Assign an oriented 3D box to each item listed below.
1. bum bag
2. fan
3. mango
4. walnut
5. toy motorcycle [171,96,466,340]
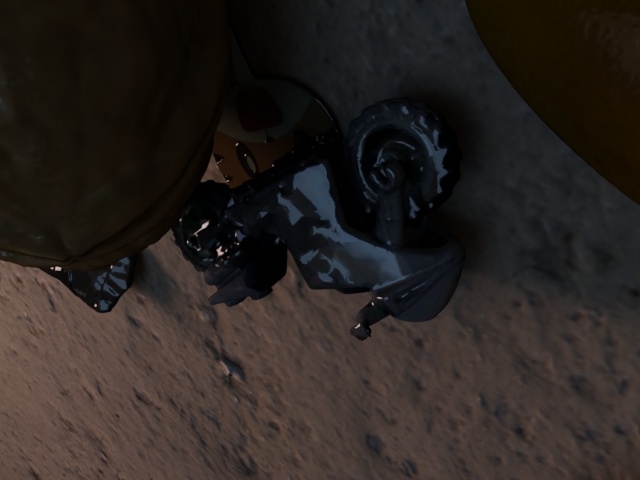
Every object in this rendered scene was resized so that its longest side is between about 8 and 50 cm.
[{"bbox_3d":[-0.282,0.010,0.838,0.197,0.049,0.087,28,108,22],"label":"bum bag"},{"bbox_3d":[-0.052,-0.107,0.603,0.152,0.008,0.227,-5,115,40],"label":"fan"},{"bbox_3d":[0.172,-0.094,0.364,0.253,0.113,0.138,45,140,15],"label":"mango"},{"bbox_3d":[-0.192,-0.131,0.508,0.277,0.252,0.313,-41,63,53],"label":"walnut"},{"bbox_3d":[0.000,0.000,0.561,0.270,0.106,0.159,-20,102,39],"label":"toy motorcycle"}]
